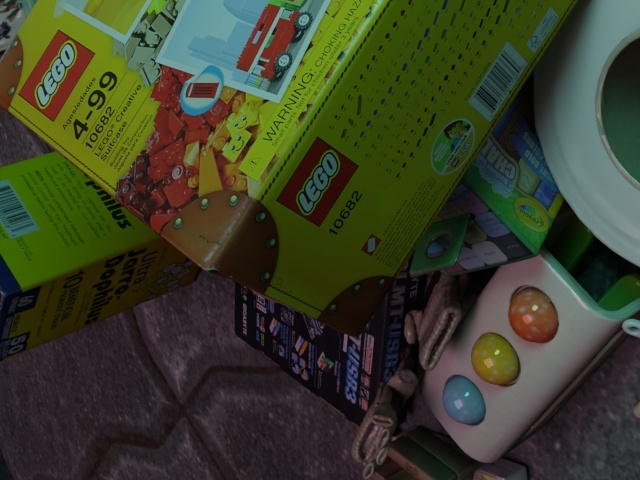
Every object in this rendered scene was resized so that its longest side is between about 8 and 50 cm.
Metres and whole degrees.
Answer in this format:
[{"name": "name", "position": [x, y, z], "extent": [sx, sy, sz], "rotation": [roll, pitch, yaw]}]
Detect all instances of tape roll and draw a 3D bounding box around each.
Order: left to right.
[{"name": "tape roll", "position": [0.313, -0.113, 0.883], "extent": [0.286, 0.100, 0.286], "rotation": [28, 130, 41]}]

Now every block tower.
[{"name": "block tower", "position": [0.107, 0.393, 1.337], "extent": [0.097, 0.091, 0.336], "rotation": [33, 132, 40]}]

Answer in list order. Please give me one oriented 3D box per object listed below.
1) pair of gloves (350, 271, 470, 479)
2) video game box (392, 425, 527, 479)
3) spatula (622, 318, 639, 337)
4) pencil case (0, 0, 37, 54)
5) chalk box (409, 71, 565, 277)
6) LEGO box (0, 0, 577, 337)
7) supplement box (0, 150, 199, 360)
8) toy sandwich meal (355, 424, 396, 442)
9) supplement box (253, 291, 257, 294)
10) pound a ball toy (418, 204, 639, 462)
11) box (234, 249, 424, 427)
[{"name": "pair of gloves", "position": [0.096, 0.131, 1.188], "extent": [0.042, 0.204, 0.240], "rotation": [25, 113, 3]}, {"name": "video game box", "position": [0.180, 0.347, 1.335], "extent": [0.187, 0.048, 0.205], "rotation": [14, 119, 51]}, {"name": "spatula", "position": [0.373, 0.074, 0.861], "extent": [0.242, 0.019, 0.168], "rotation": [17, 141, 7]}, {"name": "pencil case", "position": [-0.509, -0.486, 1.676], "extent": [0.183, 0.159, 0.410], "rotation": [9, 116, 66]}, {"name": "chalk box", "position": [0.139, -0.059, 1.006], "extent": [0.132, 0.213, 0.132], "rotation": [45, 148, -19]}, {"name": "LEGO box", "position": [-0.003, -0.234, 0.904], "extent": [0.372, 0.193, 0.500], "rotation": [34, 92, 41]}, {"name": "supplement box", "position": [-0.352, -0.002, 1.561], "extent": [0.195, 0.356, 0.194], "rotation": [53, 142, 19]}, {"name": "toy sandwich meal", "position": [0.079, 0.261, 1.435], "extent": [0.085, 0.029, 0.086], "rotation": [28, 132, 37]}, {"name": "supplement box", "position": [0.000, 0.000, 1.243], "extent": [0.233, 0.078, 0.080], "rotation": [-23, 88, 52]}, {"name": "pound a ball toy", "position": [0.238, 0.118, 1.068], "extent": [0.208, 0.135, 0.319], "rotation": [51, 141, 21]}, {"name": "box", "position": [0.002, 0.056, 1.386], "extent": [0.293, 0.073, 0.296], "rotation": [29, 128, 39]}]
